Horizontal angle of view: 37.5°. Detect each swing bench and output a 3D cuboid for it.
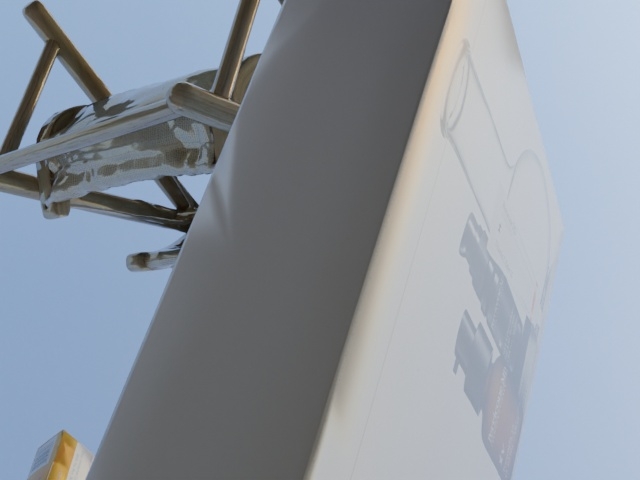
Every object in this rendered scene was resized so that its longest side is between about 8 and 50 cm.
[{"bbox_3d":[-0.079,-0.073,0.709,0.254,0.253,0.165,37,-123,-40],"label":"swing bench"}]

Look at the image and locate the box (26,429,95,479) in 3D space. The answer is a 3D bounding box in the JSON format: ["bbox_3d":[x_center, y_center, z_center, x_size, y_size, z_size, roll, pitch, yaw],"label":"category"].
[{"bbox_3d":[-0.123,0.186,0.571,0.136,0.028,0.081,49,-164,-22],"label":"box"}]

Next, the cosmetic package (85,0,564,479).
[{"bbox_3d":[0.030,0.071,0.478,0.097,0.284,0.377,4,-120,28],"label":"cosmetic package"}]
